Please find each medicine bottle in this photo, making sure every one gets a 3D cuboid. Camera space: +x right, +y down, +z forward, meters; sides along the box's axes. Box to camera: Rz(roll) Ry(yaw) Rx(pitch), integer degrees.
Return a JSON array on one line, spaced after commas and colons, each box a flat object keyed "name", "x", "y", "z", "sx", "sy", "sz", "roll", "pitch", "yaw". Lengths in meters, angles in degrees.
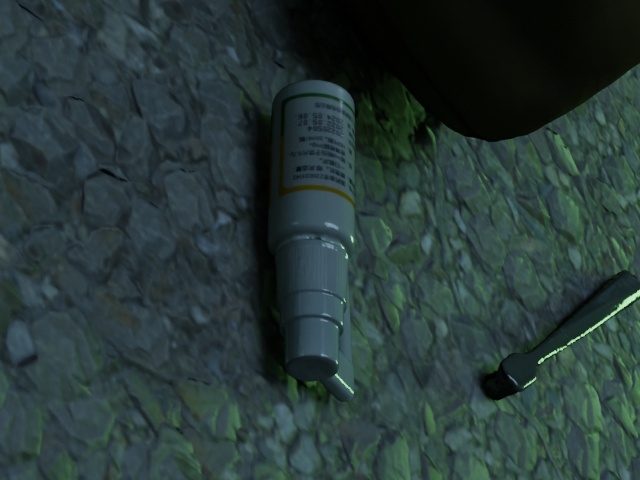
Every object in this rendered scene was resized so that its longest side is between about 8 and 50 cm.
[{"name": "medicine bottle", "x": 0.000, "y": 0.000, "z": 1.243, "sx": 0.092, "sy": 0.061, "sz": 0.220, "roll": 51, "pitch": 32, "yaw": -50}]

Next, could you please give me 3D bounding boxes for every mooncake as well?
[{"name": "mooncake", "x": 0.182, "y": -0.264, "z": 1.386, "sx": 0.201, "sy": 0.378, "sz": 0.378, "roll": 46, "pitch": 38, "yaw": -15}]

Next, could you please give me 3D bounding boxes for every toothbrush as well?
[{"name": "toothbrush", "x": 0.208, "y": 0.074, "z": 1.482, "sx": 0.030, "sy": 0.030, "sz": 0.297, "roll": 55, "pitch": 33, "yaw": 5}]
